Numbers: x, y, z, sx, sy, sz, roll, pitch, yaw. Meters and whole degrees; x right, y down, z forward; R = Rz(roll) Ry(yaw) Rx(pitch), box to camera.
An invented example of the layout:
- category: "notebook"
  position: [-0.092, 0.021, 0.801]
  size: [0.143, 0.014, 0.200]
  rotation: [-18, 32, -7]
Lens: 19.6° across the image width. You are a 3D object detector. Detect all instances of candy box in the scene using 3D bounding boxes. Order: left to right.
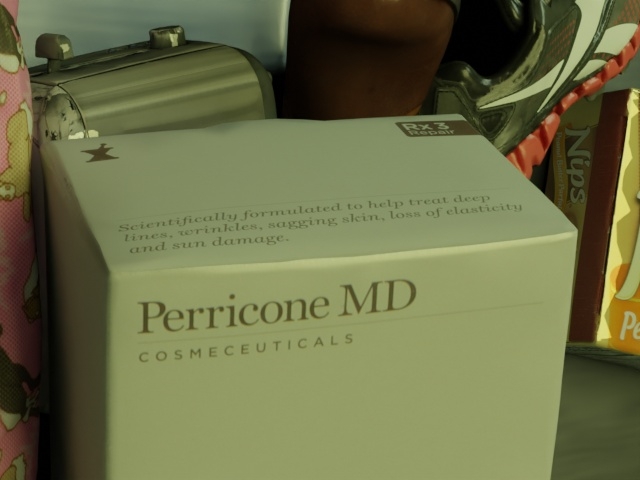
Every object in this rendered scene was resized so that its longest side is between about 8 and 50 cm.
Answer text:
- category: "candy box"
  position: [0.308, 0.016, 1.372]
  size: [0.316, 0.087, 0.183]
  rotation: [14, 80, -30]

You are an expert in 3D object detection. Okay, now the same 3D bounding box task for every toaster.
- category: "toaster"
  position: [-0.109, 0.002, 0.982]
  size: [0.146, 0.129, 0.227]
  rotation: [-10, 105, -40]

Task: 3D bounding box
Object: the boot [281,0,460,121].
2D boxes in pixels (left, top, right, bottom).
- category: "boot"
  position: [0.000, 0.000, 1.030]
  size: [0.096, 0.264, 0.280]
  rotation: [12, 77, -8]

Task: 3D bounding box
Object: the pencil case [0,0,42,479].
- category: "pencil case"
  position: [-0.219, -0.012, 0.850]
  size: [0.167, 0.160, 0.386]
  rotation: [-2, 92, -42]

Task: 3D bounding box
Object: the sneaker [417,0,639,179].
- category: "sneaker"
  position: [0.138, -0.143, 1.226]
  size: [0.276, 0.097, 0.135]
  rotation: [-48, 140, -32]

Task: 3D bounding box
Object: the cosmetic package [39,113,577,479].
- category: "cosmetic package"
  position: [-0.017, 0.142, 0.895]
  size: [0.217, 0.156, 0.385]
  rotation: [-7, 118, -16]
